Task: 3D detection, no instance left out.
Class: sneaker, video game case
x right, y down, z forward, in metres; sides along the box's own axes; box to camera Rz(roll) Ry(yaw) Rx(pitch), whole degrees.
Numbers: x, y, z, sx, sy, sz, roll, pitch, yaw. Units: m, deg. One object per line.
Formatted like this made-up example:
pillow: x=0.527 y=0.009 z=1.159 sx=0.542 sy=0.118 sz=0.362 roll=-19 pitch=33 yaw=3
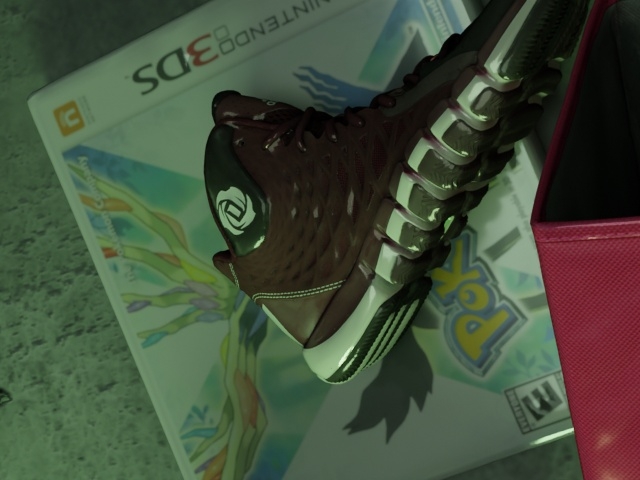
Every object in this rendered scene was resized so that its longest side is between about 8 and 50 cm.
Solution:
sneaker: x=0.020 y=-0.069 z=0.826 sx=0.162 sy=0.106 sz=0.281 roll=36 pitch=108 yaw=16
video game case: x=0.000 y=0.000 z=0.916 sx=0.300 sy=0.036 sz=0.329 roll=-23 pitch=89 yaw=22

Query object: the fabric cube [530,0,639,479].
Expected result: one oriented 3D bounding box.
fabric cube: x=0.257 y=0.030 z=0.666 sx=0.259 sy=0.254 sz=0.258 roll=-5 pitch=118 yaw=21
